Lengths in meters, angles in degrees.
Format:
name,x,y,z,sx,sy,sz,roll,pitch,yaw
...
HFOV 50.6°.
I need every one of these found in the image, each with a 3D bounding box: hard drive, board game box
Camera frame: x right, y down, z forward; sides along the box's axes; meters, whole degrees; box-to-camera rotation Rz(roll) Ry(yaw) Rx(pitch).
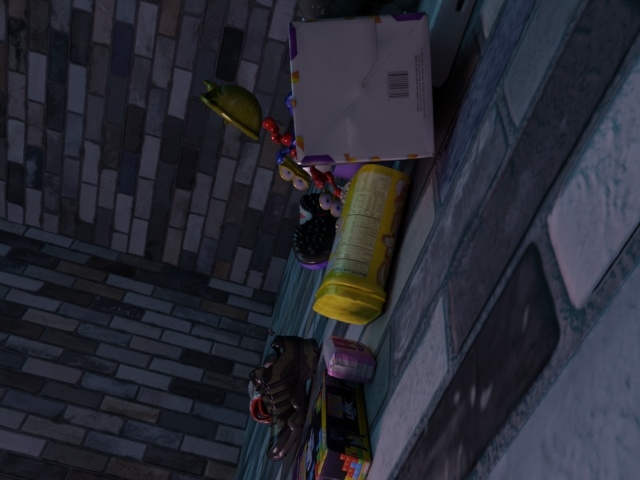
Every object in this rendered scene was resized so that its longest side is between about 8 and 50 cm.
name,x,y,z,sx,sy,sz,roll,pitch,yaw
hard drive,0.158,-0.330,0.879,0.307,0.040,0.203,-84,11,-66
board game box,0.040,-0.163,0.803,0.275,0.142,0.144,-92,-1,-85
board game box,0.007,0.239,0.723,0.170,0.048,0.141,-91,18,-75

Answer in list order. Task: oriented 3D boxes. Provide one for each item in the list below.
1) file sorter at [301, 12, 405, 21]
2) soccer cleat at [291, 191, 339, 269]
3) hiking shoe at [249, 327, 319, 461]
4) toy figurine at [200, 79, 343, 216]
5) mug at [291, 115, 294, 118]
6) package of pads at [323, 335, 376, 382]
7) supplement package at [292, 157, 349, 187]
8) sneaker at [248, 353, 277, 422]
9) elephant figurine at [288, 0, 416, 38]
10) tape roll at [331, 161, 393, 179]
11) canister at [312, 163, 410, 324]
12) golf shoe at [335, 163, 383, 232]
name,x,y,z,sx,sy,sz,roll,pitch,yaw
file sorter,0.081,-0.437,1.275,0.278,0.192,0.173,-100,30,-80
soccer cleat,0.000,0.000,1.434,0.318,0.108,0.116,-91,-5,-66
hiking shoe,-0.079,0.276,1.215,0.086,0.114,0.227,115,170,-67
toy figurine,-0.014,-0.237,1.235,0.217,0.362,0.191,-44,29,19
mug,0.029,-0.259,1.402,0.113,0.169,0.150,-80,8,-47
package of pads,0.031,0.134,0.763,0.083,0.050,0.032,-132,57,-84
supplement package,0.034,-0.286,1.592,0.204,0.145,0.262,-88,15,-71
sneaker,-0.150,0.417,1.764,0.270,0.090,0.145,115,173,-49
elephant figurine,0.030,-0.340,1.008,0.169,0.186,0.239,-38,17,-5
tape roll,0.081,-0.184,1.075,0.189,0.080,0.189,-164,90,-86
canister,0.052,0.006,0.824,0.126,0.073,0.170,120,166,-72
golf shoe,0.065,-0.070,0.988,0.176,0.069,0.086,115,176,-58
